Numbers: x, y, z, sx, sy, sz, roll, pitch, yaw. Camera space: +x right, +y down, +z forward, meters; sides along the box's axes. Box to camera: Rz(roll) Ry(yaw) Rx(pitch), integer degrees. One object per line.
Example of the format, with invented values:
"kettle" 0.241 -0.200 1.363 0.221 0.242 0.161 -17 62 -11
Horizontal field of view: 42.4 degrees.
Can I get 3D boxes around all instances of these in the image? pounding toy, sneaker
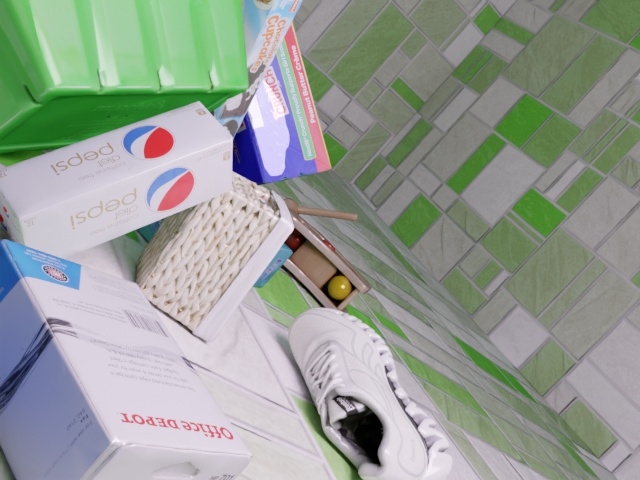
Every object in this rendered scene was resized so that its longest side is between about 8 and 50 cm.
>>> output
"pounding toy" 0.000 0.000 1.476 0.269 0.155 0.154 46 5 26
"sneaker" 0.036 0.178 0.982 0.118 0.110 0.292 20 22 -45

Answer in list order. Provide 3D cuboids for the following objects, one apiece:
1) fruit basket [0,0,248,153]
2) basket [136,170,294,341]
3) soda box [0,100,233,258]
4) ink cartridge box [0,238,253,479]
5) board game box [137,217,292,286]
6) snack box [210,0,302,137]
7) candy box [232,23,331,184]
"fruit basket" -0.300 -0.294 0.940 0.392 0.283 0.391 28 51 -40
"basket" -0.122 0.006 0.918 0.103 0.167 0.113 32 12 -21
"soda box" -0.190 -0.055 0.779 0.069 0.216 0.073 47 -33 30
"ink cartridge box" -0.155 0.101 0.574 0.190 0.082 0.140 49 12 34
"board game box" -0.216 -0.078 1.175 0.336 0.079 0.254 44 9 16
"snack box" -0.152 -0.272 1.114 0.187 0.322 0.060 45 35 19
"candy box" -0.131 -0.217 1.309 0.317 0.122 0.268 1 -73 65
